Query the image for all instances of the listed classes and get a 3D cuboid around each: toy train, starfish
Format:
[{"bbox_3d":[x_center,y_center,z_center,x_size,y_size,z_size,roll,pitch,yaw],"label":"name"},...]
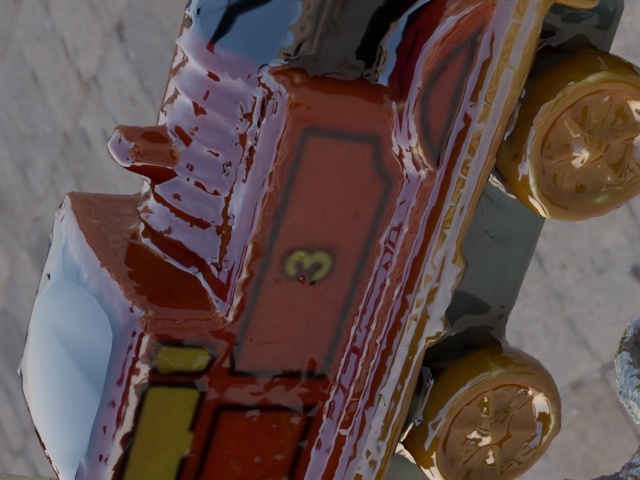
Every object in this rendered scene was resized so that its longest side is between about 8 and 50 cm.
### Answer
[{"bbox_3d":[0.000,0.000,0.681,0.163,0.231,0.369,47,127,51],"label":"toy train"},{"bbox_3d":[0.297,0.144,1.225,0.071,0.216,0.238,51,-165,-30],"label":"starfish"}]

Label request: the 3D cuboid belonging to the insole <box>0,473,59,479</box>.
[{"bbox_3d":[-0.205,0.194,1.015,0.011,0.247,0.081,-38,42,51],"label":"insole"}]
